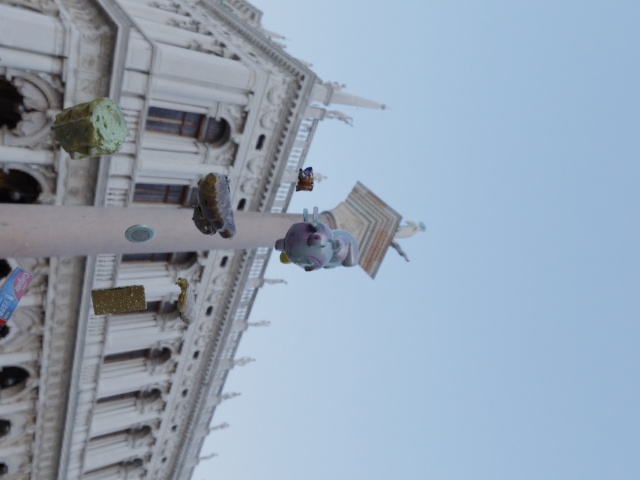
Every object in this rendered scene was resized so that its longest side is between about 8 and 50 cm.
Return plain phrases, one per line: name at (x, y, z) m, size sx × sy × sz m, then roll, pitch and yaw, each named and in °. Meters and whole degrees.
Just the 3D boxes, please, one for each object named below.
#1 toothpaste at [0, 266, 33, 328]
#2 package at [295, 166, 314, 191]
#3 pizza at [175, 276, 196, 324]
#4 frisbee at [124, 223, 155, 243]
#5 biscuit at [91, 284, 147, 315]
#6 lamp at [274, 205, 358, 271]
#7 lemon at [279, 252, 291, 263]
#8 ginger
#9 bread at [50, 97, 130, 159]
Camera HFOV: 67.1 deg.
toothpaste at (-1.164, 0.212, 1.797) m, size 0.066 × 0.076 × 0.320 m, roll -43°, pitch -151°, yaw 9°
package at (-0.063, -0.247, 1.961) m, size 0.033 × 0.077 × 0.111 m, roll 72°, pitch 19°, yaw -78°
pizza at (-0.521, 0.242, 1.867) m, size 0.271 × 0.056 × 0.135 m, roll 97°, pitch -3°, yaw -56°
frisbee at (-0.688, -0.023, 1.842) m, size 0.110 × 0.110 × 0.014 m, roll -53°, pitch -137°, yaw 39°
biscuit at (-0.917, 0.270, 2.204) m, size 0.025 × 0.230 × 0.131 m, roll -131°, pitch -140°, yaw -64°
lamp at (0.000, 0.000, 1.854) m, size 0.247 × 0.300 × 0.248 m, roll -4°, pitch -99°, yaw 44°
lemon at (-0.141, 0.070, 2.039) m, size 0.092 × 0.065 × 0.065 m, roll -29°, pitch -112°, yaw 37°
ginger at (-0.574, -0.182, 2.502) m, size 0.253 × 0.176 × 0.419 m, roll 14°, pitch -42°, yaw 11°
bread at (-0.925, -0.446, 1.946) m, size 0.251 × 0.196 × 0.239 m, roll -11°, pitch -73°, yaw 28°
